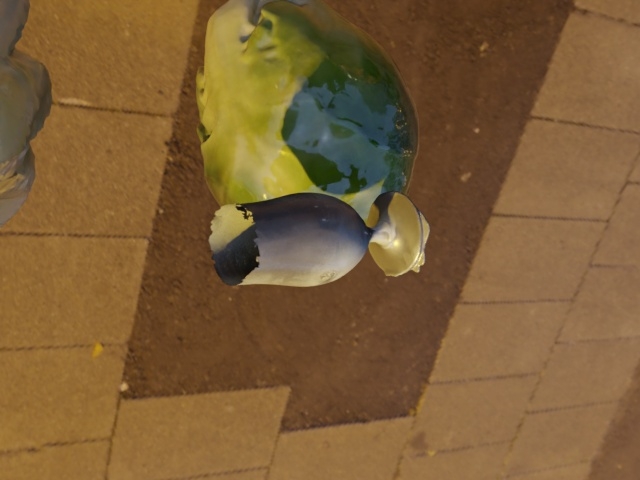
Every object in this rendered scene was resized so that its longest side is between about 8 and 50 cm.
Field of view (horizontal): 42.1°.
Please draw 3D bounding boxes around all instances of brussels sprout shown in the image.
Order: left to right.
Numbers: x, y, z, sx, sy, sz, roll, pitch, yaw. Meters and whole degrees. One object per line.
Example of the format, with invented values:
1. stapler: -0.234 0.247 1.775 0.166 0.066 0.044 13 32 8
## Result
1. brussels sprout: -0.022 -0.151 1.071 0.281 0.289 0.355 -26 89 12

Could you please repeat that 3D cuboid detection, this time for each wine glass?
1. wine glass: 0.000 0.000 0.868 0.222 0.103 0.103 -5 121 -35

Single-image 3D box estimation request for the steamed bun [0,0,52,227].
1. steamed bun: -0.234 -0.054 0.323 0.230 0.325 0.372 25 121 -12
